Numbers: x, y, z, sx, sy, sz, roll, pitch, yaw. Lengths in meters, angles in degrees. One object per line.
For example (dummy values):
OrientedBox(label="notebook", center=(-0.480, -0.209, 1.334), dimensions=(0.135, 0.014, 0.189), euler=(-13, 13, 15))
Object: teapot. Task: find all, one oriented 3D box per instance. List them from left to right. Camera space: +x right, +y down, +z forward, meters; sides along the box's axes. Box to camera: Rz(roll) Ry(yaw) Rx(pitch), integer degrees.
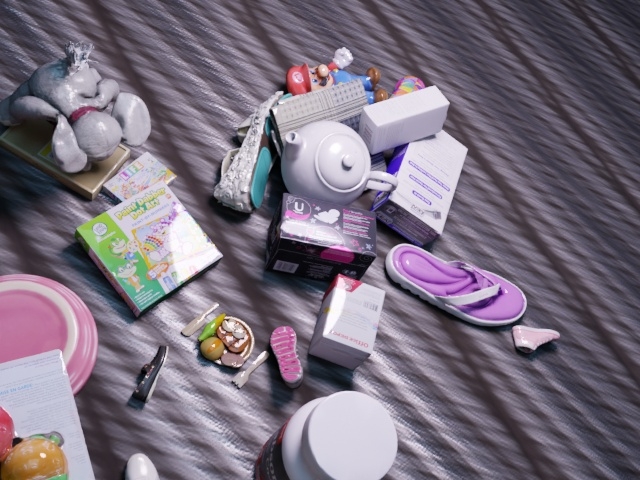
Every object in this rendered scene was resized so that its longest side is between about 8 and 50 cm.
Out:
OrientedBox(label="teapot", center=(0.038, -0.191, 1.754), dimensions=(0.256, 0.187, 0.252), euler=(-29, 102, -25))

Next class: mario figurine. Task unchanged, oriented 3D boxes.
OrientedBox(label="mario figurine", center=(0.052, -0.465, 2.017), dimensions=(0.321, 0.170, 0.198), euler=(-4, 28, -30))

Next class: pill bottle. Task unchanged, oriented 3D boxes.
OrientedBox(label="pill bottle", center=(0.007, 0.434, 1.380), dimensions=(0.211, 0.363, 0.210), euler=(9, 59, -15))

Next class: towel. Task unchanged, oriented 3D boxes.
OrientedBox(label="towel", center=(0.024, -0.261, 1.898), dimensions=(0.324, 0.056, 0.312), euler=(-24, 104, -30))

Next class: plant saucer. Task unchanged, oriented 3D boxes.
OrientedBox(label="plant saucer", center=(-0.640, 0.212, 1.447), dimensions=(0.333, 0.084, 0.331), euler=(9, 59, -15))

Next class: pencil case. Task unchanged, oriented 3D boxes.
OrientedBox(label="pencil case", center=(0.251, -0.417, 2.069), dimensions=(0.105, 0.104, 0.236), euler=(32, 34, 0))

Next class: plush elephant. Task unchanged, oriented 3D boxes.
OrientedBox(label="plush elephant", center=(-0.560, -0.279, 1.617), dimensions=(0.272, 0.330, 0.255), euler=(-21, 89, -36))

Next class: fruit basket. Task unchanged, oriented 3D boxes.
OrientedBox(label="fruit basket", center=(-0.610, 0.414, 1.288), dimensions=(0.327, 0.165, 0.352), euler=(-14, 69, -26))

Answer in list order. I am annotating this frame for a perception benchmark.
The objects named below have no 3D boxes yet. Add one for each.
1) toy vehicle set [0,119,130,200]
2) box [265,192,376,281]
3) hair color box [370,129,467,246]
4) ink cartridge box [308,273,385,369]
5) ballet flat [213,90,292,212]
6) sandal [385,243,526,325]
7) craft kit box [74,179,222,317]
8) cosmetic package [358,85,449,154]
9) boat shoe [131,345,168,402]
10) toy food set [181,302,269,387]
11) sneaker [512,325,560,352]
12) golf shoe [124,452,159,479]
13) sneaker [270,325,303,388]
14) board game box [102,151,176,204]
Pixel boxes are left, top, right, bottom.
OrientedBox(label="toy vehicle set", center=(-0.636, -0.231, 1.727), dimensions=(0.267, 0.035, 0.166), euler=(31, 56, -1))
OrientedBox(label="box", center=(0.000, 0.000, 1.744), dimensions=(0.248, 0.163, 0.142), euler=(12, 55, -13))
OrientedBox(label="hair color box", center=(0.283, -0.172, 1.958), dimensions=(0.185, 0.110, 0.338), euler=(34, 54, -14))
OrientedBox(label="ink cartridge box", center=(0.063, 0.200, 1.673), dimensions=(0.128, 0.127, 0.176), euler=(22, 57, -7))
OrientedBox(label="ballet flat", center=(-0.182, -0.252, 1.851), dimensions=(0.147, 0.147, 0.408), euler=(23, 56, -6))
OrientedBox(label="sandal", center=(0.375, 0.117, 1.846), dimensions=(0.417, 0.102, 0.169), euler=(17, 58, -10))
OrientedBox(label="craft kit box", center=(-0.405, 0.014, 1.644), dimensions=(0.250, 0.061, 0.246), euler=(-37, 83, -32))
OrientedBox(label="cosmetic package", center=(0.226, -0.330, 1.889), dimensions=(0.231, 0.117, 0.085), euler=(-21, 60, -20))
OrientedBox(label="boat shoe", center=(-0.373, 0.288, 1.518), dimensions=(0.042, 0.049, 0.132), euler=(27, 61, -13))
OrientedBox(label="toy food set", center=(-0.216, 0.234, 1.609), dimensions=(0.192, 0.038, 0.132), euler=(42, 57, 7))
OrientedBox(label="sneaker", center=(0.582, 0.274, 1.862), dimensions=(0.135, 0.051, 0.070), euler=(10, 61, -10))
OrientedBox(label="golf shoe", center=(-0.349, 0.508, 1.381), dimensions=(0.069, 0.086, 0.176), euler=(-9, 63, -21))
OrientedBox(label="sneaker", center=(-0.077, 0.279, 1.624), dimensions=(0.063, 0.074, 0.170), euler=(-13, 43, -7))
OrientedBox(label="board game box", center=(-0.456, -0.145, 1.747), dimensions=(0.103, 0.026, 0.154), euler=(39, 57, 5))
